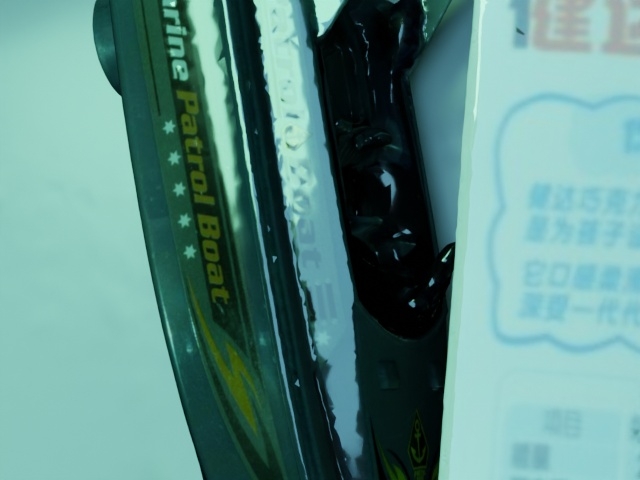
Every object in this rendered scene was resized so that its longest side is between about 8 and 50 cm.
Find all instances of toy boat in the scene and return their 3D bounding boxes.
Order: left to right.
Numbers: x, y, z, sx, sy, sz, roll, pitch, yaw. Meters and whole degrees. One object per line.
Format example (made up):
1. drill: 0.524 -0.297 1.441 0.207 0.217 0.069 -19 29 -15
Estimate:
1. toy boat: 0.000 0.000 0.530 0.103 0.093 0.246 -13 81 22

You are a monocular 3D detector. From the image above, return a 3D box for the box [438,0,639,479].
1. box: 0.165 0.031 0.476 0.273 0.048 0.265 5 90 7
